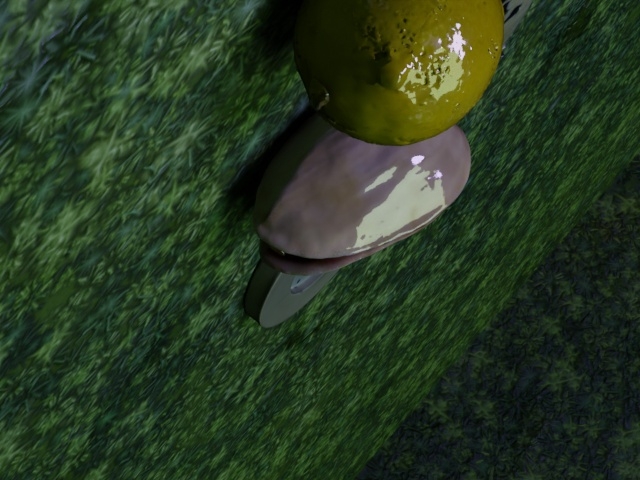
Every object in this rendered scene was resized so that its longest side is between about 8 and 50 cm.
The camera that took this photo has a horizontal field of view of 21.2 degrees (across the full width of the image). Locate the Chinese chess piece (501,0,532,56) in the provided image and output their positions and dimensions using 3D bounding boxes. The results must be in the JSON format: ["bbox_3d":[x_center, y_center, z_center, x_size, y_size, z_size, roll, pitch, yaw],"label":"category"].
[{"bbox_3d":[0.137,-0.225,1.669,0.188,0.083,0.188,-44,164,-16],"label":"Chinese chess piece"}]

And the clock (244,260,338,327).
[{"bbox_3d":[0.000,0.000,1.905,0.235,0.029,0.235,-47,166,-15],"label":"clock"}]

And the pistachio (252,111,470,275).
[{"bbox_3d":[0.033,-0.054,1.638,0.229,0.157,0.157,-34,161,-14],"label":"pistachio"}]

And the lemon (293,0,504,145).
[{"bbox_3d":[0.067,-0.169,1.428,0.206,0.173,0.173,-59,174,-43],"label":"lemon"}]
